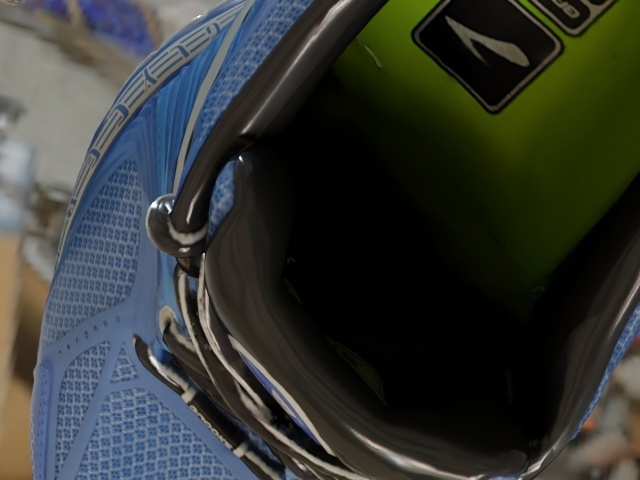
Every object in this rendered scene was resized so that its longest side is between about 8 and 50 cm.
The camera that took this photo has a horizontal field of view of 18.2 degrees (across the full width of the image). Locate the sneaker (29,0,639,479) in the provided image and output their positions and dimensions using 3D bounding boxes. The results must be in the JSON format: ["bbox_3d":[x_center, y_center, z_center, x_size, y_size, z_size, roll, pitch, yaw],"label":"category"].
[{"bbox_3d":[0.000,0.000,0.456,0.330,0.130,0.147,-53,2,44],"label":"sneaker"}]

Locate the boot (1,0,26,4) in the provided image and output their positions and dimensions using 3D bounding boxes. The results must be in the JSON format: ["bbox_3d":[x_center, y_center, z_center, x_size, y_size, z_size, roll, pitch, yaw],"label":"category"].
[{"bbox_3d":[-0.040,-0.208,0.940,0.377,0.284,0.138,119,147,-75],"label":"boot"}]
